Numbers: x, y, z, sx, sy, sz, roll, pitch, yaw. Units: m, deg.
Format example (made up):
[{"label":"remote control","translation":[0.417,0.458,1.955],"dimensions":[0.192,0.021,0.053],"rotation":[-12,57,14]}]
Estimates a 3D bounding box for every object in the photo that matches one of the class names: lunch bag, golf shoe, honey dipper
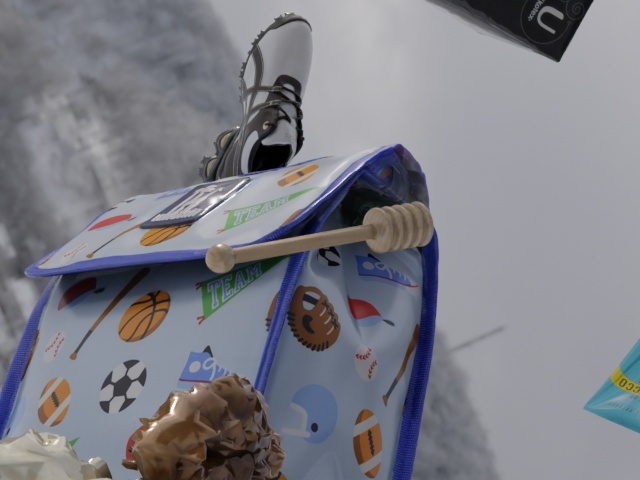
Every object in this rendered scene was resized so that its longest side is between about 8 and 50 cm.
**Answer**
[{"label":"lunch bag","translation":[-0.090,0.102,1.338],"dimensions":[0.239,0.328,0.385],"rotation":[42,52,-39]},{"label":"golf shoe","translation":[-0.040,-0.123,1.570],"dimensions":[0.077,0.198,0.094],"rotation":[19,3,-41]},{"label":"honey dipper","translation":[0.000,0.000,0.999],"dimensions":[0.030,0.161,0.030],"rotation":[18,-68,52]}]

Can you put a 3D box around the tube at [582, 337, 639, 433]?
[{"label":"tube","translation":[0.336,0.108,1.555],"dimensions":[0.207,0.080,0.052],"rotation":[-65,178,36]}]

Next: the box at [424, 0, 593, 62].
[{"label":"box","translation":[0.096,-0.278,1.338],"dimensions":[0.270,0.143,0.165],"rotation":[26,6,-22]}]

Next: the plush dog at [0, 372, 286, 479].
[{"label":"plush dog","translation":[-0.089,0.162,0.383],"dimensions":[0.225,0.262,0.210],"rotation":[-67,175,31]}]
